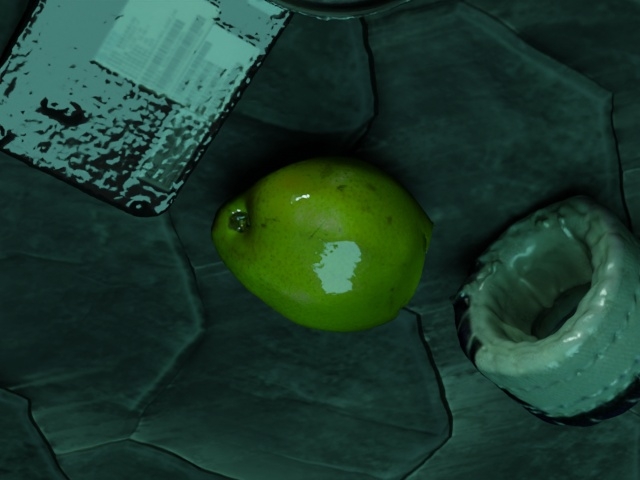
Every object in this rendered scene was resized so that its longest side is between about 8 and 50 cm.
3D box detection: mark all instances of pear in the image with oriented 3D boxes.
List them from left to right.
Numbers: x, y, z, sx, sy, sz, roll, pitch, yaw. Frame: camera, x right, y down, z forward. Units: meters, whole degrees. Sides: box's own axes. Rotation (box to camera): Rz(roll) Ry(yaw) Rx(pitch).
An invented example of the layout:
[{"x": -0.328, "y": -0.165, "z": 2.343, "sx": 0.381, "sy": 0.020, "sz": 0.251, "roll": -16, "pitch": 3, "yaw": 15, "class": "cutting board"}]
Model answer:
[{"x": 0.000, "y": 0.000, "z": 1.249, "sx": 0.220, "sy": 0.187, "sz": 0.187, "roll": 20, "pitch": 123, "yaw": -11, "class": "pear"}]

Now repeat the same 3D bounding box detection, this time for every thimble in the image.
[{"x": 0.268, "y": 0.072, "z": 1.301, "sx": 0.237, "sy": 0.237, "sz": 0.150, "roll": -36, "pitch": 125, "yaw": 21, "class": "thimble"}]

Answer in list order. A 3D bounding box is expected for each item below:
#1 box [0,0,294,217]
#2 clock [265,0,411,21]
[{"x": -0.156, "y": -0.200, "z": 1.122, "sx": 0.211, "sy": 0.058, "sz": 0.350, "roll": 26, "pitch": 112, "yaw": -23, "class": "box"}, {"x": 0.014, "y": -0.329, "z": 1.027, "sx": 0.281, "sy": 0.055, "sz": 0.280, "roll": -4, "pitch": 112, "yaw": -11, "class": "clock"}]
